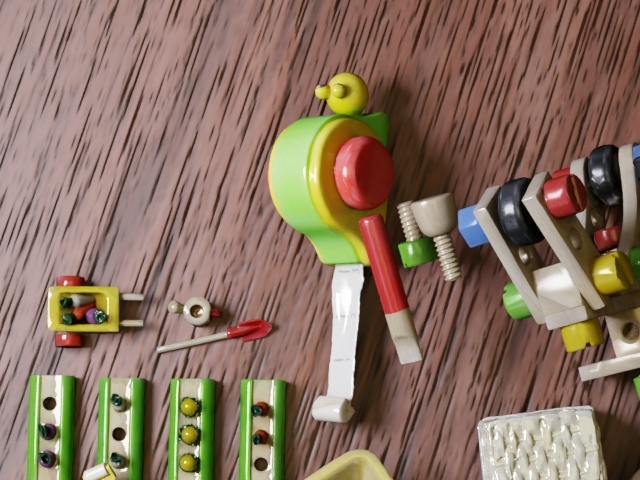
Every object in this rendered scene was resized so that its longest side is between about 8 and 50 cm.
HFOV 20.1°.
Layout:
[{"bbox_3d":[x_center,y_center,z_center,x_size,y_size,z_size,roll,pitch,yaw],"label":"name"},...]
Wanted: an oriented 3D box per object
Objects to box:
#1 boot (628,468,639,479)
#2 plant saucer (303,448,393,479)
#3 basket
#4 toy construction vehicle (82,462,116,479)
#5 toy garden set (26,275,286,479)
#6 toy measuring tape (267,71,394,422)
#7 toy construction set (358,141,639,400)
[{"bbox_3d":[0.359,0.235,1.624,0.152,0.073,0.197,39,50,0],"label":"boot"},{"bbox_3d":[-0.003,0.412,1.630,0.333,0.081,0.333,-33,75,-2],"label":"plant saucer"},{"bbox_3d":[0.209,0.237,1.650,0.113,0.103,0.167,-7,82,2],"label":"basket"},{"bbox_3d":[-0.207,0.262,1.680,0.086,0.035,0.098,-21,109,8],"label":"toy construction vehicle"},{"bbox_3d":[-0.155,0.135,1.706,0.244,0.049,0.203,1,81,2],"label":"toy garden set"},{"bbox_3d":[0.000,0.000,1.683,0.121,0.121,0.330,6,81,3],"label":"toy measuring tape"},{"bbox_3d":[0.213,0.052,1.627,0.309,0.257,0.237,-15,93,8],"label":"toy construction set"}]
